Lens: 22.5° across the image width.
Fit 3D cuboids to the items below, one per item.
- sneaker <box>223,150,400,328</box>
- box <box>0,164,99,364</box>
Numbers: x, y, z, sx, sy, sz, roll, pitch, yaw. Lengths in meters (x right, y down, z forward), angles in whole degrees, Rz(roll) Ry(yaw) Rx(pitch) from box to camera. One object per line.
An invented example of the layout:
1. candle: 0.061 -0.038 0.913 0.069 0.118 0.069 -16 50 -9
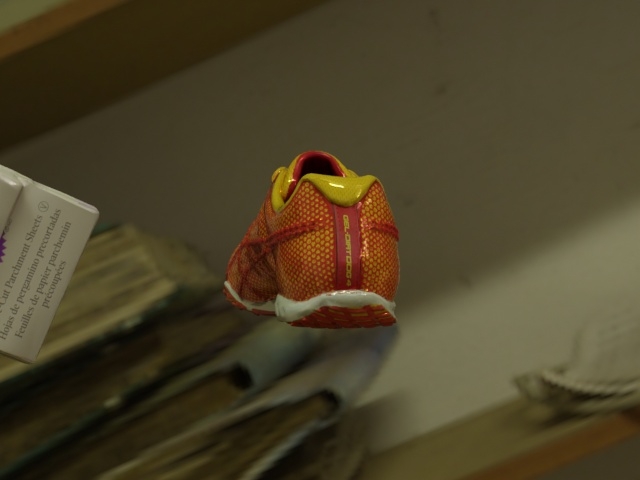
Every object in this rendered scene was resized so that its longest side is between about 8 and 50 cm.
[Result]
1. sneaker: 0.000 0.000 0.643 0.064 0.067 0.175 2 -2 -14
2. box: -0.190 -0.012 0.707 0.063 0.067 0.324 25 -5 -29
